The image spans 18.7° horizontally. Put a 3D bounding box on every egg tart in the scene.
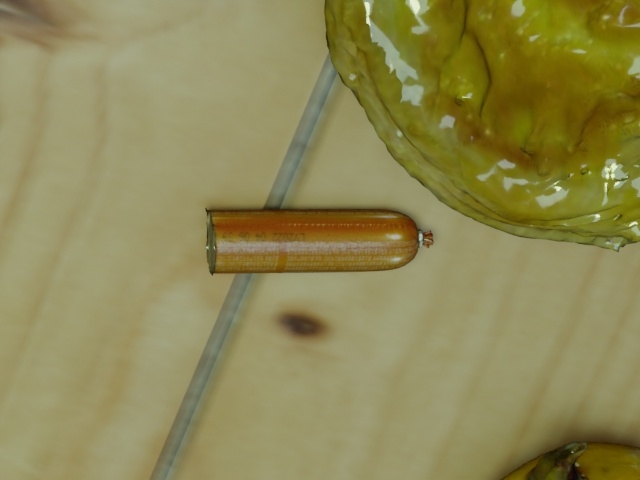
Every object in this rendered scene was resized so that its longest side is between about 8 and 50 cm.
[{"bbox_3d":[0.131,-0.136,0.828,0.294,0.116,0.295,-4,113,-10],"label":"egg tart"}]

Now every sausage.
[{"bbox_3d":[0.000,0.000,0.894,0.107,0.031,0.031,-1,111,-15],"label":"sausage"}]

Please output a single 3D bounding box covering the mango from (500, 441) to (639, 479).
[{"bbox_3d":[0.140,0.225,0.976,0.176,0.119,0.317,-11,122,-12],"label":"mango"}]
